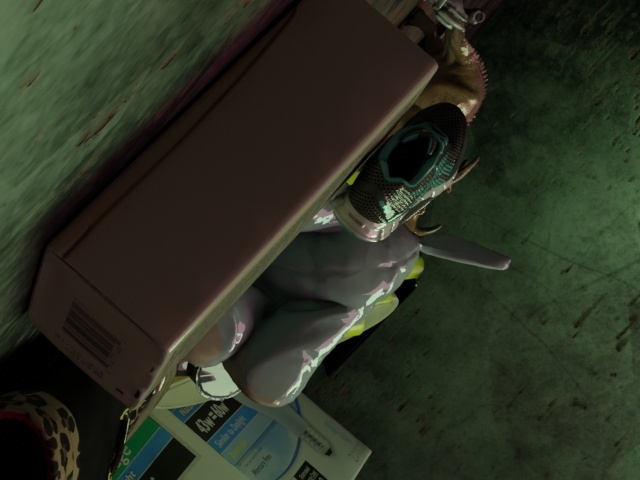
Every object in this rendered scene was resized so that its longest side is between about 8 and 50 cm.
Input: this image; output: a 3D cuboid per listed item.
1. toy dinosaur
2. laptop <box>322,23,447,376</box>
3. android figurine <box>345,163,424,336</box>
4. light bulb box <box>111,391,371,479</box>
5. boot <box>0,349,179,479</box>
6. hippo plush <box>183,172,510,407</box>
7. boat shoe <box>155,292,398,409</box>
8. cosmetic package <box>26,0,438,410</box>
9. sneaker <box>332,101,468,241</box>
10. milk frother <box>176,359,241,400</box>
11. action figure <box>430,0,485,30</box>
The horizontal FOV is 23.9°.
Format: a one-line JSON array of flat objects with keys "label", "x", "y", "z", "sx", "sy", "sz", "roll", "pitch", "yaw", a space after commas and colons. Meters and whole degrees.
[{"label": "toy dinosaur", "x": 0.137, "y": -0.155, "z": 1.864, "sx": 0.295, "sy": 0.200, "sz": 0.127, "roll": -51, "pitch": 177, "yaw": 34}, {"label": "laptop", "x": 0.102, "y": -0.061, "z": 2.354, "sx": 0.408, "sy": 0.236, "sz": 0.382, "roll": -47, "pitch": 178, "yaw": -31}, {"label": "android figurine", "x": 0.000, "y": 0.000, "z": 1.775, "sx": 0.273, "sy": 0.248, "sz": 0.056, "roll": -9, "pitch": -166, "yaw": -30}, {"label": "light bulb box", "x": -0.161, "y": 0.327, "z": 2.225, "sx": 0.225, "sy": 0.361, "sz": 0.358, "roll": -51, "pitch": 177, "yaw": 18}, {"label": "boot", "x": -0.276, "y": 0.237, "z": 1.300, "sx": 0.377, "sy": 0.138, "sz": 0.284, "roll": -53, "pitch": 178, "yaw": 15}, {"label": "hippo plush", "x": -0.039, "y": -0.024, "z": 1.371, "sx": 0.294, "sy": 0.234, "sz": 0.236, "roll": -34, "pitch": -151, "yaw": -1}, {"label": "boat shoe", "x": -0.076, "y": 0.100, "z": 1.877, "sx": 0.340, "sy": 0.113, "sz": 0.127, "roll": -24, "pitch": 161, "yaw": -10}, {"label": "cosmetic package", "x": -0.065, "y": -0.036, "z": 1.108, "sx": 0.309, "sy": 0.113, "sz": 0.160, "roll": -48, "pitch": 178, "yaw": -27}, {"label": "sneaker", "x": 0.079, "y": -0.066, "z": 1.195, "sx": 0.166, "sy": 0.065, "sz": 0.076, "roll": -49, "pitch": 176, "yaw": -41}, {"label": "milk frother", "x": -0.149, "y": 0.132, "z": 1.636, "sx": 0.129, "sy": 0.135, "sz": 0.143, "roll": -20, "pitch": 130, "yaw": -26}, {"label": "action figure", "x": 0.201, "y": -0.319, "z": 1.678, "sx": 0.185, "sy": 0.099, "sz": 0.285, "roll": -37, "pitch": 177, "yaw": 18}]
